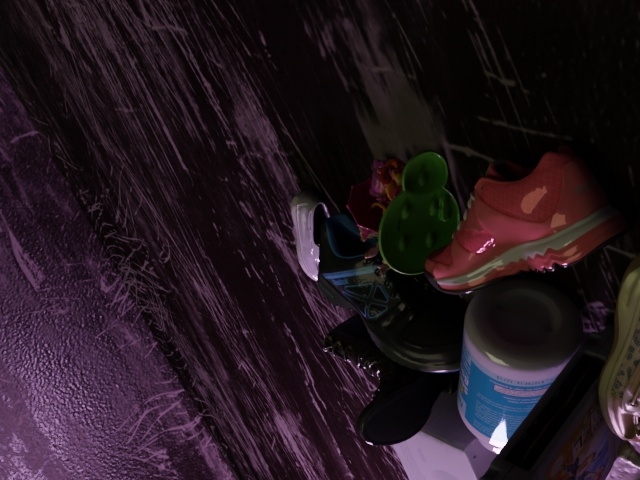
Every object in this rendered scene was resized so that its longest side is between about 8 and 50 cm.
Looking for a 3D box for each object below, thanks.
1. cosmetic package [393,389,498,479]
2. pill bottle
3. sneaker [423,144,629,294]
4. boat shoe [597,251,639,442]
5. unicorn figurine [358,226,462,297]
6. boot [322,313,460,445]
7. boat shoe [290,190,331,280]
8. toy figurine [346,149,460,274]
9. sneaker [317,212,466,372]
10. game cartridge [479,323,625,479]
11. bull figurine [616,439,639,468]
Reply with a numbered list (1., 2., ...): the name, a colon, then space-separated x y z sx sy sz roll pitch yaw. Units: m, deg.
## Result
1. cosmetic package: 0.241 0.351 1.430 0.225 0.138 0.224 10 130 56
2. pill bottle: 0.258 0.182 1.175 0.146 0.146 0.264 38 150 33
3. sneaker: 0.224 -0.028 1.052 0.314 0.116 0.136 -24 90 58
4. boat shoe: 0.372 0.132 0.957 0.089 0.104 0.285 35 148 42
5. unicorn figurine: 0.128 0.018 1.278 0.060 0.111 0.162 103 146 -52
6. boot: 0.088 0.202 1.393 0.229 0.263 0.091 20 129 41
7. boat shoe: 0.000 0.000 1.524 0.063 0.066 0.184 28 135 46
8. toy figurine: 0.098 -0.060 1.227 0.159 0.130 0.173 35 128 55
9. sneaker: 0.108 0.080 1.346 0.341 0.125 0.139 31 142 38
10. game cartridge: 0.286 0.261 1.046 0.062 0.297 0.198 17 138 41
11. bull figurine: 0.409 0.324 0.961 0.188 0.101 0.310 31 -174 1
